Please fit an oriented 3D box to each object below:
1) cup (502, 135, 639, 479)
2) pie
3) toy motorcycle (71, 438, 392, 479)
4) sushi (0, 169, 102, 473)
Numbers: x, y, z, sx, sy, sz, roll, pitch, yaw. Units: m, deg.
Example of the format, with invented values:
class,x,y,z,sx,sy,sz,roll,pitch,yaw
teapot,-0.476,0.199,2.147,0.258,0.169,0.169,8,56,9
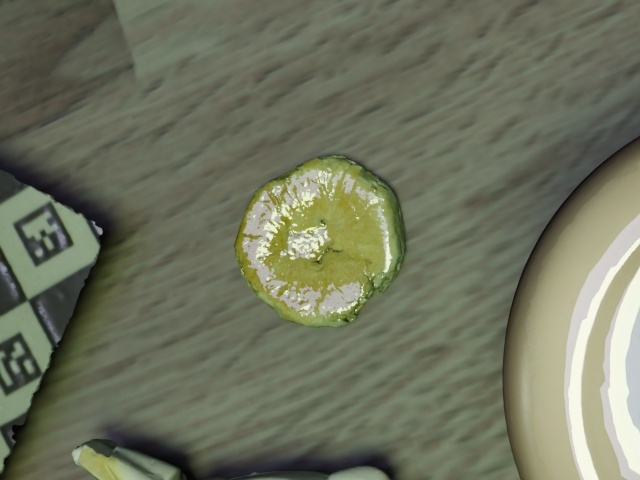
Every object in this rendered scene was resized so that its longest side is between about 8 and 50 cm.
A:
class,x,y,z,sx,sy,sz,roll,pitch,yaw
cup,0.159,0.012,0.371,0.192,0.200,0.252,1,88,16
pie,0.000,0.000,0.509,0.084,0.020,0.084,-1,88,14
toy motorcycle,-0.023,0.162,0.485,0.229,0.074,0.151,25,93,16
sushi,-0.238,0.045,0.563,0.220,0.047,0.231,27,100,10
